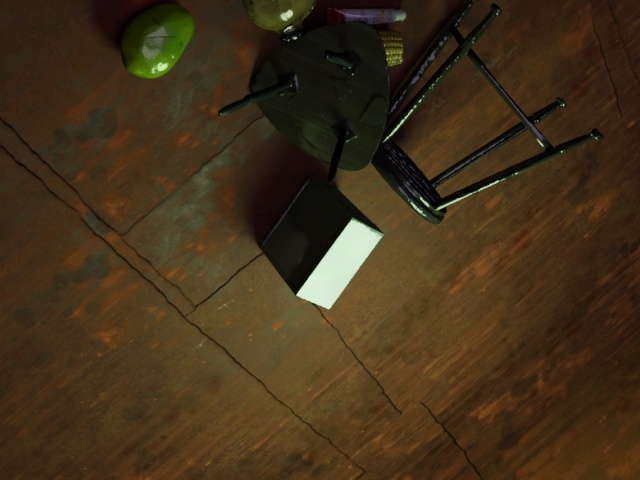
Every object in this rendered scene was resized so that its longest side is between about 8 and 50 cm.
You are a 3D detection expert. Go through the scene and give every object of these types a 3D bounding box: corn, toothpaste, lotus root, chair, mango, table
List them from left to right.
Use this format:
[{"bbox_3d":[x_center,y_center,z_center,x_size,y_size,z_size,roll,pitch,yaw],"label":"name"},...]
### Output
[{"bbox_3d":[-0.324,-0.395,1.648,0.117,0.089,0.163,32,89,-32],"label":"mango"},{"bbox_3d":[-0.086,-0.527,1.659,0.160,0.146,0.284,-13,121,1],"label":"lotus root"},{"bbox_3d":[-0.013,-0.285,1.674,0.317,0.249,0.317,6,111,16],"label":"table"},{"bbox_3d":[0.070,-0.411,1.856,0.244,0.093,0.093,-16,126,-22],"label":"corn"},{"bbox_3d":[0.101,-0.494,1.864,0.190,0.031,0.048,-9,127,-22],"label":"toothpaste"},{"bbox_3d":[0.319,-0.272,1.901,0.410,0.362,0.364,-40,104,16],"label":"chair"}]

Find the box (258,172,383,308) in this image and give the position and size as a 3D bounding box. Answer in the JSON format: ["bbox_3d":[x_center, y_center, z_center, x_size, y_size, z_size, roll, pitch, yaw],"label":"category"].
[{"bbox_3d":[0.000,0.000,1.996,0.117,0.225,0.225,27,105,-39],"label":"box"}]
